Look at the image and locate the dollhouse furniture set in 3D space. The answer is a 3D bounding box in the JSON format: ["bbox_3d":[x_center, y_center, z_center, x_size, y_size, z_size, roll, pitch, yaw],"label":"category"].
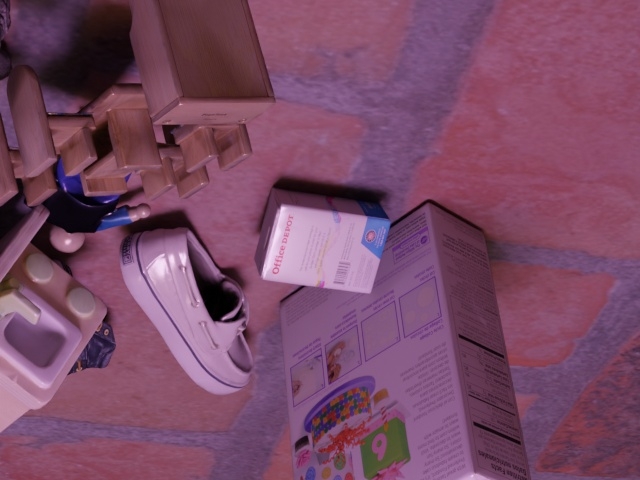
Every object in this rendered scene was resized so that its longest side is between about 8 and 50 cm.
[{"bbox_3d":[-0.164,-0.144,1.282,0.212,0.161,0.242,-5,164,-40],"label":"dollhouse furniture set"}]

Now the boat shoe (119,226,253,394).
[{"bbox_3d":[-0.122,0.076,1.618,0.088,0.096,0.267,-14,133,18],"label":"boat shoe"}]

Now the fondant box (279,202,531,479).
[{"bbox_3d":[0.079,0.159,1.552,0.096,0.330,0.238,28,132,-35],"label":"fondant box"}]

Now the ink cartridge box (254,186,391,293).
[{"bbox_3d":[0.000,0.000,1.540,0.123,0.052,0.088,8,113,-18],"label":"ink cartridge box"}]

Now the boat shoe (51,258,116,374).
[{"bbox_3d":[-0.270,0.082,1.634,0.083,0.065,0.183,-9,142,-21],"label":"boat shoe"}]

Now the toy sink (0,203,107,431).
[{"bbox_3d":[-0.318,0.097,1.488,0.131,0.152,0.234,40,132,-14],"label":"toy sink"}]

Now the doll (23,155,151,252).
[{"bbox_3d":[-0.230,-0.047,1.478,0.129,0.046,0.189,13,138,-21],"label":"doll"}]

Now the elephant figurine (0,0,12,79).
[{"bbox_3d":[-0.316,-0.207,1.202,0.239,0.186,0.169,11,107,-36],"label":"elephant figurine"}]
